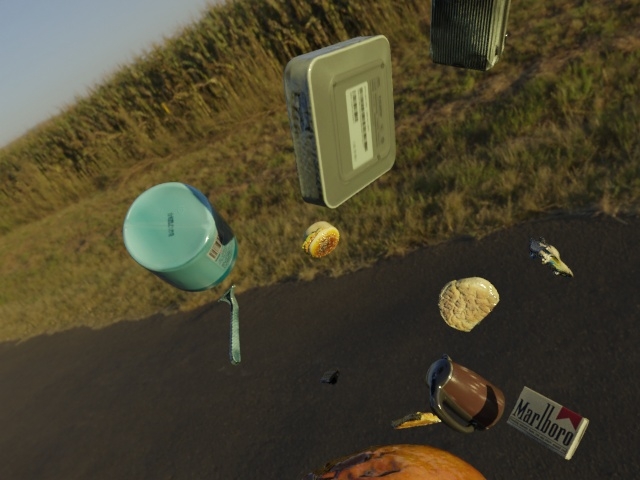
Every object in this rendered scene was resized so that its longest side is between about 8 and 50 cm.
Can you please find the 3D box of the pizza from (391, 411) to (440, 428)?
[{"bbox_3d":[0.317,0.622,1.844,0.185,0.176,0.036,-20,58,22],"label":"pizza"}]

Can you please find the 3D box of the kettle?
[{"bbox_3d":[0.411,0.468,1.577,0.144,0.232,0.202,-29,32,51],"label":"kettle"}]

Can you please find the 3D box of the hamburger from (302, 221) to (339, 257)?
[{"bbox_3d":[0.000,0.000,1.773,0.126,0.141,0.081,-53,49,13],"label":"hamburger"}]

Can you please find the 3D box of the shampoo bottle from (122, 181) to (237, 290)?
[{"bbox_3d":[-0.500,-0.004,1.940,0.331,0.331,0.342,-35,-16,-7],"label":"shampoo bottle"}]

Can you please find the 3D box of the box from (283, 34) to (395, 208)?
[{"bbox_3d":[0.076,-0.331,1.454,0.111,0.395,0.396,14,35,35],"label":"box"}]

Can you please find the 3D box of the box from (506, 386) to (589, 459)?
[{"bbox_3d":[0.597,0.479,1.404,0.177,0.036,0.115,24,82,50],"label":"box"}]

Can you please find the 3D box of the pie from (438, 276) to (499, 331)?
[{"bbox_3d":[0.509,0.216,1.861,0.218,0.185,0.052,-55,5,31],"label":"pie"}]

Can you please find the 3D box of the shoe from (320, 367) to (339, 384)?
[{"bbox_3d":[0.038,0.557,2.128,0.062,0.053,0.159,-13,-1,16],"label":"shoe"}]

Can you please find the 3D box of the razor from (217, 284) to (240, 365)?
[{"bbox_3d":[-0.193,0.192,1.184,0.066,0.033,0.190,-44,41,29],"label":"razor"}]

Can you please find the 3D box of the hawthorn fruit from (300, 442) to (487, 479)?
[{"bbox_3d":[0.132,0.616,1.041,0.472,0.471,0.471,-27,22,12],"label":"hawthorn fruit"}]

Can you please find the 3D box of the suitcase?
[{"bbox_3d":[0.395,-0.614,1.406,0.202,0.312,0.128,19,50,25],"label":"suitcase"}]

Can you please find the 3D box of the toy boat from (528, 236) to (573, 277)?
[{"bbox_3d":[0.724,0.064,1.650,0.066,0.210,0.084,-54,25,5],"label":"toy boat"}]
